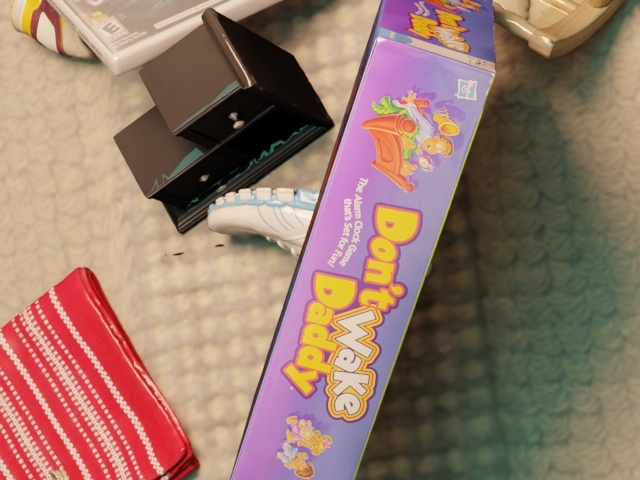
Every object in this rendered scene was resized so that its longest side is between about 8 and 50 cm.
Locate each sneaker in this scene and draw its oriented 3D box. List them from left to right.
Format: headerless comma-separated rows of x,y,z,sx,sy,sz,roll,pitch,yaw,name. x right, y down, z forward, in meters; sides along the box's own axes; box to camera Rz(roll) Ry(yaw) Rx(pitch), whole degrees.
-0.180,-0.240,1.634,0.084,0.069,0.185,27,99,15,sneaker
0.000,0.000,1.518,0.190,0.071,0.083,0,88,23,sneaker

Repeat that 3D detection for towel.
-0.245,0.173,1.612,0.275,0.031,0.199,-37,69,13,towel

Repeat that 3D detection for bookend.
-0.095,-0.088,1.521,0.156,0.157,0.072,-34,70,13,bookend

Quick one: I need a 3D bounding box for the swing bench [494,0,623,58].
0.132,-0.309,1.443,0.253,0.165,0.255,33,131,22,swing bench

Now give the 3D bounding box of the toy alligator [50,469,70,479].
-0.140,0.248,1.539,0.051,0.056,0.190,-28,81,-27,toy alligator

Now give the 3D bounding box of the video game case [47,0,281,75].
-0.119,-0.216,1.545,0.190,0.022,0.173,-28,50,-20,video game case

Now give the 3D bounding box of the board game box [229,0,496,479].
0.028,0.007,1.358,0.078,0.233,0.347,18,109,-1,board game box
